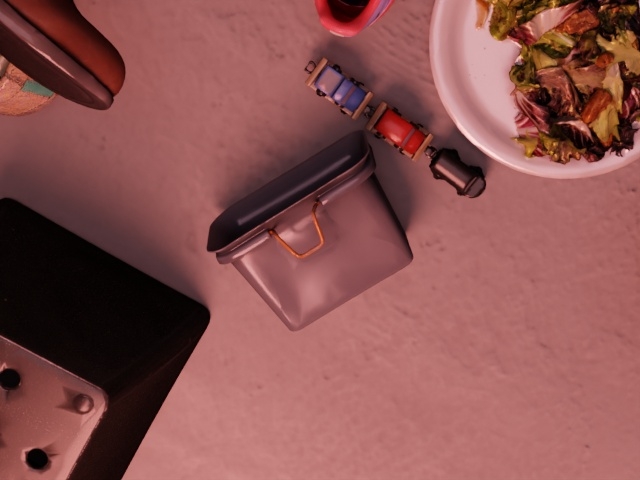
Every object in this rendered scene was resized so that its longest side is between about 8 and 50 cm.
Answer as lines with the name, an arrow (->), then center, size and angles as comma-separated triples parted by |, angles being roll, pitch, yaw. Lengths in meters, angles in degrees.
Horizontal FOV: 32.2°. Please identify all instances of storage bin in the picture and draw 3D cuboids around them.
storage bin -> 0.000, 0.000, 0.798 | 0.135, 0.098, 0.091 | -32, 108, 9

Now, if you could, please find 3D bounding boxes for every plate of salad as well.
plate of salad -> 0.176, -0.141, 0.779 | 0.199, 0.048, 0.200 | 0, 101, 2

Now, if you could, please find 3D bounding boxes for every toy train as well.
toy train -> 0.054, -0.080, 0.802 | 0.158, 0.036, 0.027 | 35, 101, -4

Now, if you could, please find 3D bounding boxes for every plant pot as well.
plant pot -> -0.211, 0.106, 0.789 | 0.188, 0.167, 0.187 | 29, 102, -4

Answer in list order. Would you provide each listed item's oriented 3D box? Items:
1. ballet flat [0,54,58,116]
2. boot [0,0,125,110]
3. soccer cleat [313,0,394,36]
ballet flat -> -0.326, -0.182, 0.766 | 0.316, 0.106, 0.108 | 24, 102, -2
boot -> -0.140, -0.257, 0.724 | 0.280, 0.096, 0.264 | -42, 83, -13
soccer cleat -> 0.032, -0.251, 0.704 | 0.083, 0.095, 0.248 | 9, 124, 4
